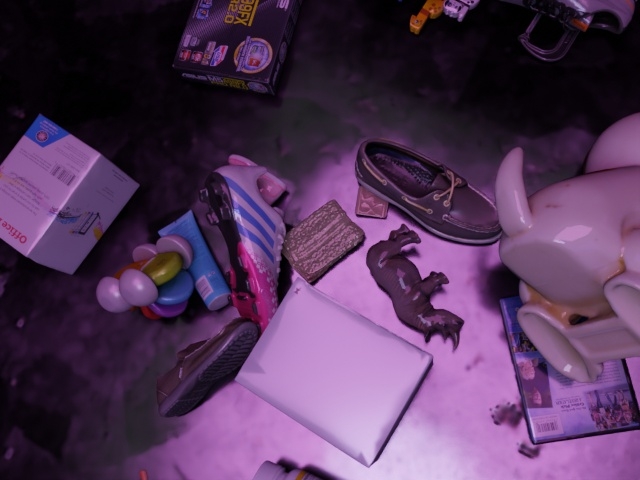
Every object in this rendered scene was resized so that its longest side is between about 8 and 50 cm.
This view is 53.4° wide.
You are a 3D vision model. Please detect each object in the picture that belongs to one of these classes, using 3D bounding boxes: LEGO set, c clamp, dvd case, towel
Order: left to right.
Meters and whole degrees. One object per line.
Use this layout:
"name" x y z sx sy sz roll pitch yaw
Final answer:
"towel" 0.000 0.000 1.210 0.148 0.027 0.110 -40 72 -1
"LEGO set" 0.192 -0.480 1.280 0.227 0.087 0.093 31 85 10
"c clamp" 0.444 -0.430 1.256 0.137 0.022 0.160 26 79 10
"dvd case" 0.423 0.206 1.085 0.180 0.022 0.253 -10 73 6

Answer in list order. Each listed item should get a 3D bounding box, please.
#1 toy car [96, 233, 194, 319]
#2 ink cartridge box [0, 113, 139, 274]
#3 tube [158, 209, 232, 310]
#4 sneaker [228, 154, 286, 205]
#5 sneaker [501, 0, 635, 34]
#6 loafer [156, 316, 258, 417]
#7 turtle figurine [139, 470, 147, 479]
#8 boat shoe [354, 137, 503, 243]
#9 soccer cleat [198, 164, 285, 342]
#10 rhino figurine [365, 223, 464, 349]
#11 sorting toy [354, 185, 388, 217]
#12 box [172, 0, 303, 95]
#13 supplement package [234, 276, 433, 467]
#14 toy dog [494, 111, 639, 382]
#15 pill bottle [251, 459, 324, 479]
"toy car" -0.306 0.084 1.180 0.182 0.159 0.136 -17 114 39
"ink cartridge box" -0.515 -0.084 1.245 0.171 0.168 0.232 33 83 17
"tube" -0.240 0.038 1.232 0.080 0.052 0.207 -33 67 -4
"sneaker" -0.139 -0.113 1.250 0.134 0.051 0.070 32 77 12
"sneaker" 0.459 -0.455 1.200 0.272 0.100 0.108 10 81 7
"loafer" -0.215 0.213 1.132 0.251 0.094 0.087 -43 62 16
"turtle figurine" -0.300 0.545 1.083 0.217 0.087 0.269 -30 81 8
"boat shoe" 0.199 -0.091 1.161 0.305 0.091 0.109 28 74 12
"soccer cleat" -0.108 0.018 1.166 0.143 0.116 0.331 -18 96 -34
"rhino figurine" 0.171 0.089 1.133 0.106 0.073 0.243 -31 74 -4
"sorting toy" 0.101 -0.086 1.223 0.062 0.012 0.083 7 76 9
"box" -0.167 -0.454 1.343 0.216 0.060 0.270 13 78 13
"supplement package" 0.029 0.222 1.083 0.262 0.145 0.204 29 81 16
"toy dog" 0.467 -0.034 1.006 0.395 0.284 0.408 43 62 5
"pill bottle" -0.017 0.451 1.043 0.208 0.119 0.119 20 79 14
